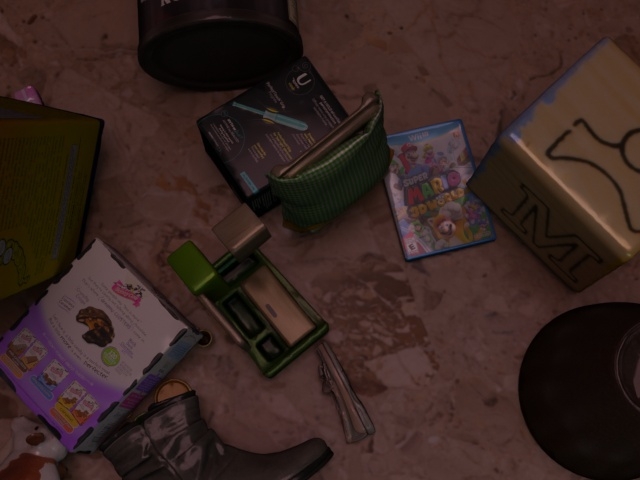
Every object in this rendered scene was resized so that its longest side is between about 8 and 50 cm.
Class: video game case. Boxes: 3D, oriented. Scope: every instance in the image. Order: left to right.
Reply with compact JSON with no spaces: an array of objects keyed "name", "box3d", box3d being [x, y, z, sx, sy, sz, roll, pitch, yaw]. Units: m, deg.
[{"name":"video game case","box3d":[0.145,-0.065,1.269,0.119,0.015,0.166,-13,76,-3]}]

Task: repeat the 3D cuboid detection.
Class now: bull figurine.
[{"name":"bull figurine","box3d":[-0.367,0.357,1.124,0.188,0.101,0.310,-12,74,1]}]

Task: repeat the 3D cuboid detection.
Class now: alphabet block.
[{"name":"alphabet block","box3d":[0.320,-0.083,1.174,0.192,0.193,0.197,-42,82,-11]}]

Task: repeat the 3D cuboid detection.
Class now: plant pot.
[{"name":"plant pot","box3d":[0.348,0.155,1.101,0.215,0.230,0.215,0,75,0]}]

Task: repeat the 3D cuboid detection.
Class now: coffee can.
[{"name":"coffee can","box3d":[-0.133,-0.353,1.248,0.202,0.201,0.275,-5,75,-1]}]

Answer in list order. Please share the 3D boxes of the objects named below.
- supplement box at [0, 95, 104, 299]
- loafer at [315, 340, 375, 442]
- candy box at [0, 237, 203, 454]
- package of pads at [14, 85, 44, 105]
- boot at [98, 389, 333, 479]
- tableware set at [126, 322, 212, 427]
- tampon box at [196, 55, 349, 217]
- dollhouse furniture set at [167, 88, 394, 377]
[{"name":"supplement box","box3d":[-0.393,-0.056,1.073,0.194,0.356,0.195,13,98,4]},{"name":"loafer","box3d":[0.021,0.183,1.194,0.039,0.045,0.125,-29,80,0]},{"name":"candy box","box3d":[-0.267,0.124,1.176,0.165,0.070,0.196,43,87,17]},{"name":"package of pads","box3d":[-0.362,-0.152,1.275,0.032,0.050,0.083,-24,76,-6]},{"name":"boot","box3d":[-0.123,0.242,1.152,0.247,0.083,0.161,-25,82,-4]},{"name":"tableware set","box3d":[-0.192,0.164,1.208,0.104,0.024,0.154,40,79,9]},{"name":"tampon box","box3d":[-0.052,-0.126,1.240,0.161,0.101,0.120,-32,78,-8]},{"name":"dollhouse furniture set","box3d":[0.000,0.000,1.151,0.301,0.197,0.151,-39,77,-5]}]
